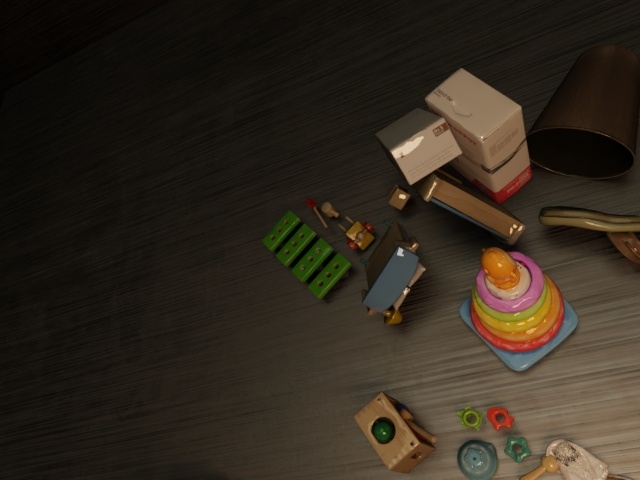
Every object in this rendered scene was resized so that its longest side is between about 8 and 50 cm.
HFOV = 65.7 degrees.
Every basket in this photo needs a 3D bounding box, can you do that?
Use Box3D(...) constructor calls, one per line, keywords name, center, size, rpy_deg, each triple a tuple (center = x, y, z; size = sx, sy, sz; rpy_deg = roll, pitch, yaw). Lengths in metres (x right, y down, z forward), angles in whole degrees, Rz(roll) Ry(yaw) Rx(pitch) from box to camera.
Box3D(name="basket", center=(0.544, -0.261, 0.990), size=(0.204, 0.154, 0.227), rpy_deg=(18, 70, 33))

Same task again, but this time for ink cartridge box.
Box3D(name="ink cartridge box", center=(0.328, -0.208, 1.016), size=(0.100, 0.237, 0.172), rpy_deg=(-40, 53, 3))

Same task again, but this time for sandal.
Box3D(name="sandal", center=(0.549, -0.004, 0.886), size=(0.302, 0.120, 0.086), rpy_deg=(12, 99, 34))

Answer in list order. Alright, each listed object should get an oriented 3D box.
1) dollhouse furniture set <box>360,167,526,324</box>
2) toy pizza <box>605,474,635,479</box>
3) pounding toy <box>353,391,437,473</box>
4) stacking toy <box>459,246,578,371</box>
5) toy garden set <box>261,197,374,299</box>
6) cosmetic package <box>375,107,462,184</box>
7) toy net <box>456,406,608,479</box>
Box3D(name="dollhouse furniture set", center=(0.224, 0.014, 1.055), size=(0.303, 0.198, 0.286), rpy_deg=(-60, 10, 18))
Box3D(name="toy pizza", center=(0.442, 0.454, 0.729), size=(0.201, 0.032, 0.201), rpy_deg=(-12, 60, 22))
Box3D(name="pounding toy", center=(0.144, 0.339, 0.881), size=(0.100, 0.141, 0.130), rpy_deg=(-42, 53, 2))
Box3D(name="stacking toy", center=(0.314, 0.081, 0.828), size=(0.165, 0.302, 0.175), rpy_deg=(-42, 52, 2))
Box3D(name="toy garden set", center=(0.000, 0.000, 1.200), size=(0.204, 0.049, 0.244), rpy_deg=(-48, 52, 0))
Box3D(name="cosmetic package", center=(0.191, -0.198, 1.007), size=(0.117, 0.085, 0.231), rpy_deg=(-31, 19, 11))
Box3D(name="toy net", center=(0.347, 0.351, 0.831), size=(0.232, 0.045, 0.122), rpy_deg=(-2, 62, 25))
